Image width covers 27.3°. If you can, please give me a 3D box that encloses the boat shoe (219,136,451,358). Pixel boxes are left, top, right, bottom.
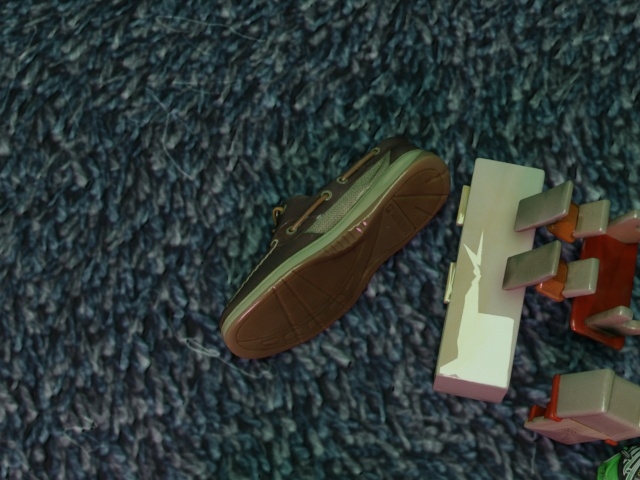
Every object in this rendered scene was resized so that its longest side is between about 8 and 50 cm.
[{"bbox_3d":[0.000,0.000,1.603,0.342,0.123,0.123,-44,47,-6],"label":"boat shoe"}]

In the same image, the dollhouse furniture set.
[{"bbox_3d":[0.319,0.094,1.507,0.262,0.135,0.259,25,66,-25],"label":"dollhouse furniture set"}]

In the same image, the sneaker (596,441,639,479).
[{"bbox_3d":[0.403,0.253,1.489,0.146,0.134,0.343,30,74,16],"label":"sneaker"}]

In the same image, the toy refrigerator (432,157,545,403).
[{"bbox_3d":[0.196,0.048,1.574,0.094,0.102,0.269,11,74,5],"label":"toy refrigerator"}]
